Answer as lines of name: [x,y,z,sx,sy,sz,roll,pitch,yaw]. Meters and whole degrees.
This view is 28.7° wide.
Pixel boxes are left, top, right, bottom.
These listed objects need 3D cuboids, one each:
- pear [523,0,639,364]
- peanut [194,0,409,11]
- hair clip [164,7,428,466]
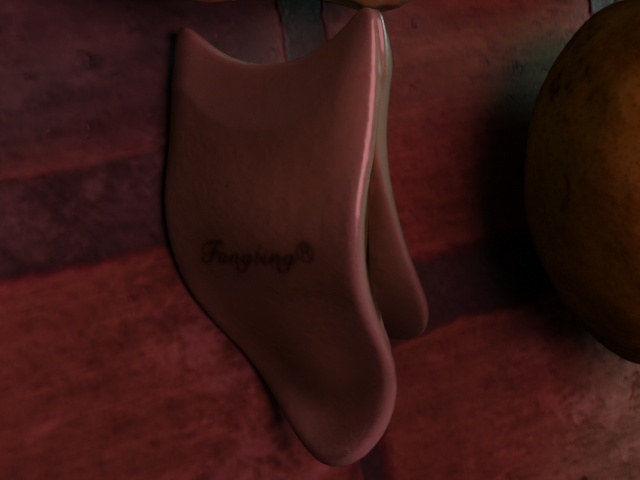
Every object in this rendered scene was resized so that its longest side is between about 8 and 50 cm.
pear: [0.297,-0.055,0.964,0.304,0.304,0.304,2,87,-37]
peanut: [-0.045,-0.220,0.796,0.325,0.140,0.153,6,71,-38]
hair clip: [-0.012,0.005,0.809,0.113,0.172,0.282,-46,126,-38]
